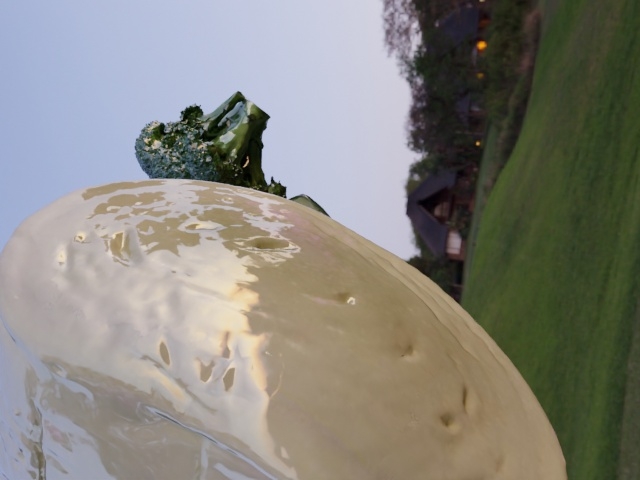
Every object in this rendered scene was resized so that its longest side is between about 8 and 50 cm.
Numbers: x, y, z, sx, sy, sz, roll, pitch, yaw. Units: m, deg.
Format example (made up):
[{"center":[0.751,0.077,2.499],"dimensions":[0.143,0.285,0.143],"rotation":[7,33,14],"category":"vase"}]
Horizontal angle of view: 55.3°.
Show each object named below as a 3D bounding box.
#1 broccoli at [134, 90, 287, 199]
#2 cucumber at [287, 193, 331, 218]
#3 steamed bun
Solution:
[{"center":[-0.193,-0.144,1.156],"dimensions":[0.275,0.308,0.308],"rotation":[-56,-15,5],"category":"broccoli"},{"center":[0.000,0.000,0.649],"dimensions":[0.035,0.067,0.107],"rotation":[-27,-85,-53],"category":"cucumber"},{"center":[-0.053,0.151,0.551],"dimensions":[0.290,0.456,0.371],"rotation":[-49,-15,-51],"category":"steamed bun"}]
